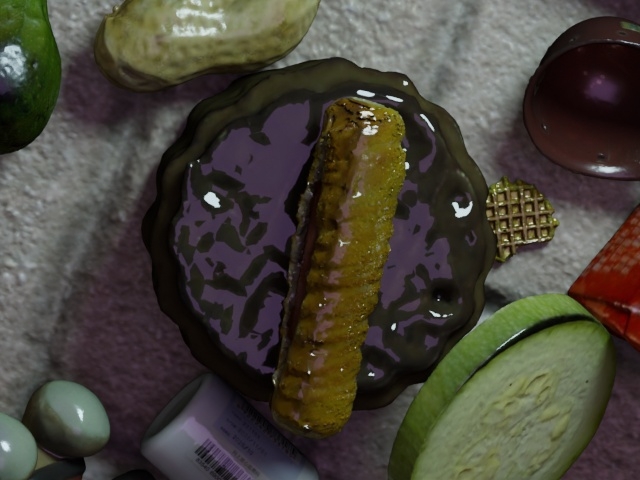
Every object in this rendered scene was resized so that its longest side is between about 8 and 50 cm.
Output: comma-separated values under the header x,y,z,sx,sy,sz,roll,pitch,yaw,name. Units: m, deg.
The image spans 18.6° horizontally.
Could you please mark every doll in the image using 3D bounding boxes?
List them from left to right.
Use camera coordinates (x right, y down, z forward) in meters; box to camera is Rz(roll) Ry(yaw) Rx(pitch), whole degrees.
x,y,z,sx,sy,sz,roll,pitch,yaw,name
-0.252,0.300,1.757,0.174,0.235,0.330,-17,91,38,doll

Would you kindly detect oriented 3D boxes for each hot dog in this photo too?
x,y,z,sx,sy,sz,roll,pitch,yaw,name
0.015,0.024,1.630,0.083,0.068,0.289,10,90,-12,hot dog

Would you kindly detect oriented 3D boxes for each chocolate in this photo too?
x,y,z,sx,sy,sz,roll,pitch,yaw,name
0.369,0.019,1.784,0.108,0.235,0.237,42,89,-21,chocolate

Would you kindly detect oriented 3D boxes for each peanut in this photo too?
x,y,z,sx,sy,sz,roll,pitch,yaw,name
-0.094,-0.198,1.763,0.229,0.098,0.103,-16,129,-9,peanut

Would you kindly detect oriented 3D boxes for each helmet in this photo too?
x,y,z,sx,sy,sz,roll,pitch,yaw,name
0.276,-0.143,1.808,0.175,0.106,0.155,23,129,-7,helmet

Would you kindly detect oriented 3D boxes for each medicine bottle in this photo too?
x,y,z,sx,sy,sz,roll,pitch,yaw,name
-0.069,0.217,1.806,0.187,0.103,0.103,44,89,-9,medicine bottle

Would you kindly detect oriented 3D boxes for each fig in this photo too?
x,y,z,sx,sy,sz,roll,pitch,yaw,name
-0.286,-0.162,1.746,0.123,0.123,0.156,18,55,-9,fig

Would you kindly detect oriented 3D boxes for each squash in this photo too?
x,y,z,sx,sy,sz,roll,pitch,yaw,name
0.165,0.159,1.779,0.252,0.049,0.252,-26,138,-26,squash

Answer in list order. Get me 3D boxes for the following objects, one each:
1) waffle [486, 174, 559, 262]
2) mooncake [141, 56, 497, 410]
x,y,z,sx,sy,sz,roll,pitch,yaw,name
0.180,-0.017,1.859,0.085,0.016,0.078,-39,96,-3,waffle
0.001,-0.001,1.752,0.324,0.187,0.324,0,94,-7,mooncake
